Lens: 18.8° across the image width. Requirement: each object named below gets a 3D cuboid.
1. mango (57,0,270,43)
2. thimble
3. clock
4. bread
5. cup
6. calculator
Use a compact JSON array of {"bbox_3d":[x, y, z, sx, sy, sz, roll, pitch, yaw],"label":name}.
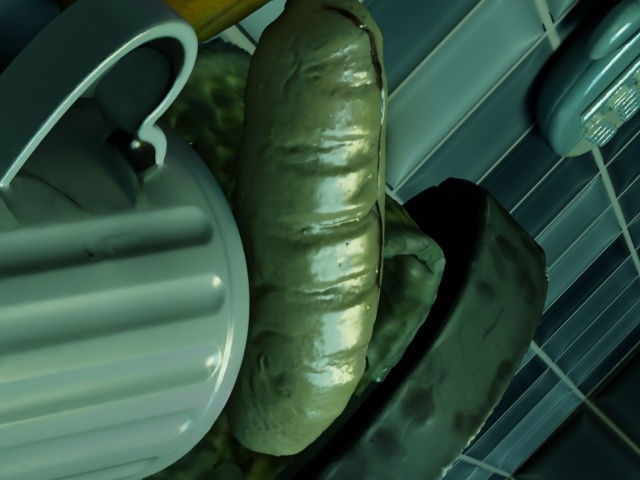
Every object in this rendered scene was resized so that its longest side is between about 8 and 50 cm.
[{"bbox_3d":[-0.040,-0.131,0.765,0.159,0.084,0.105,-49,158,13],"label":"mango"},{"bbox_3d":[-0.074,0.047,0.997,0.271,0.150,0.271,-41,163,-15],"label":"thimble"},{"bbox_3d":[0.014,0.101,1.240,0.325,0.067,0.325,-46,-166,14],"label":"clock"},{"bbox_3d":[0.000,-0.001,0.817,0.073,0.053,0.214,-17,122,-40],"label":"bread"},{"bbox_3d":[-0.145,0.004,0.744,0.202,0.167,0.221,-9,108,-61],"label":"cup"},{"bbox_3d":[0.242,-0.147,1.521,0.188,0.042,0.303,-45,165,0],"label":"calculator"}]
